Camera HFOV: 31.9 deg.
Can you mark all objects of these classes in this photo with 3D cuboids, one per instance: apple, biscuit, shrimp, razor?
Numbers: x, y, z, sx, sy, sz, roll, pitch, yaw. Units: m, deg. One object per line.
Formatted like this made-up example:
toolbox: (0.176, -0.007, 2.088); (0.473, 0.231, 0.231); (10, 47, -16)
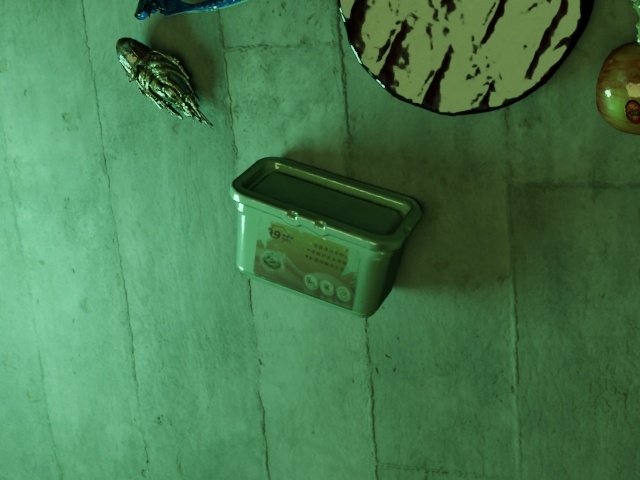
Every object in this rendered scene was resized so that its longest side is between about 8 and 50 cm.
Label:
apple: (0.486, -0.227, 1.664); (0.131, 0.146, 0.146); (17, 113, 30)
biscuit: (0.222, -0.400, 1.746); (0.407, 0.091, 0.407); (6, 106, 20)
shrimp: (-0.271, -0.279, 1.994); (0.233, 0.079, 0.090); (43, 102, -4)
razor: (-0.157, -0.422, 1.916); (0.324, 0.093, 0.056); (-3, 146, 19)

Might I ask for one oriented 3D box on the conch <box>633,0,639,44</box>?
conch: (0.524, -0.366, 1.608); (0.207, 0.130, 0.155); (-49, 60, 12)

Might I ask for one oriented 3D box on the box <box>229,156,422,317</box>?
box: (0.000, 0.000, 1.932); (0.311, 0.175, 0.182); (18, 122, 16)
